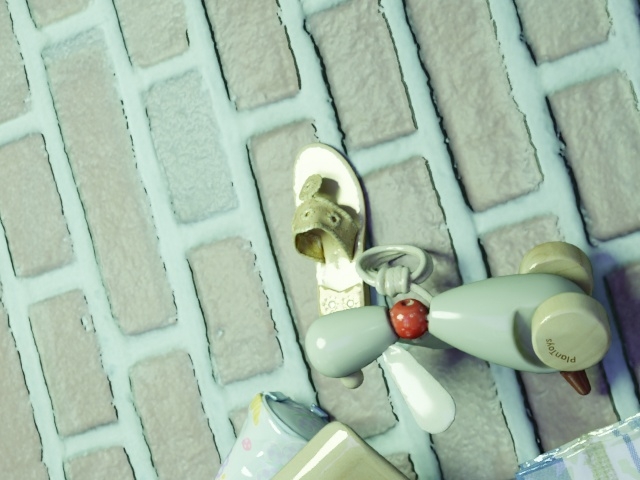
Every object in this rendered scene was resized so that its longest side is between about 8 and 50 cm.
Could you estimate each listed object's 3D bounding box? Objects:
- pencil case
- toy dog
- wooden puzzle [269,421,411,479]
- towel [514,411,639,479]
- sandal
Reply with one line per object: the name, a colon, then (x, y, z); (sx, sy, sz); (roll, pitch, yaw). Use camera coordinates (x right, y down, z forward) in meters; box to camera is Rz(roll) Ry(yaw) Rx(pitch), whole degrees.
pencil case: (-0.088, 0.311, 1.777); (0.124, 0.113, 0.273); (33, 102, 14)
toy dog: (0.169, 0.118, 1.655); (0.333, 0.220, 0.161); (-1, 120, 30)
wooden puzzle: (0.038, 0.423, 1.685); (0.348, 0.080, 0.322); (42, 106, -6)
towel: (0.373, 0.284, 1.633); (0.285, 0.034, 0.209); (-27, 81, 21)
sandal: (0.006, -0.001, 1.763); (0.088, 0.079, 0.240); (-12, 84, 22)
